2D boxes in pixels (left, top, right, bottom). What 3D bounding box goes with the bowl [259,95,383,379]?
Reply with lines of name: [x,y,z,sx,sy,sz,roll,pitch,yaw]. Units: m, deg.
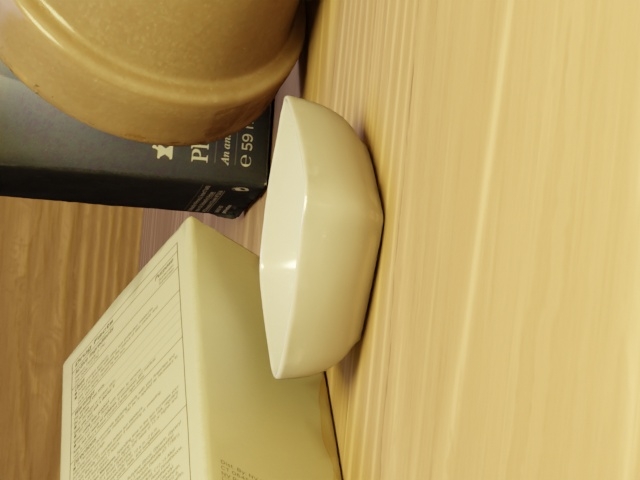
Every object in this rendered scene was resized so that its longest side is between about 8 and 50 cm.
bowl: [0.000,0.000,1.127,0.142,0.053,0.142,-101,19,-58]

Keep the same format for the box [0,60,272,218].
box: [-0.192,-0.185,1.639,0.183,0.294,0.296,142,132,-78]

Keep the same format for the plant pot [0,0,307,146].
plant pot: [-0.094,-0.232,1.333,0.229,0.263,0.263,-47,35,45]

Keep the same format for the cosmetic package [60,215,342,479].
cosmetic package: [-0.079,0.143,1.189,0.160,0.113,0.309,-48,25,23]
